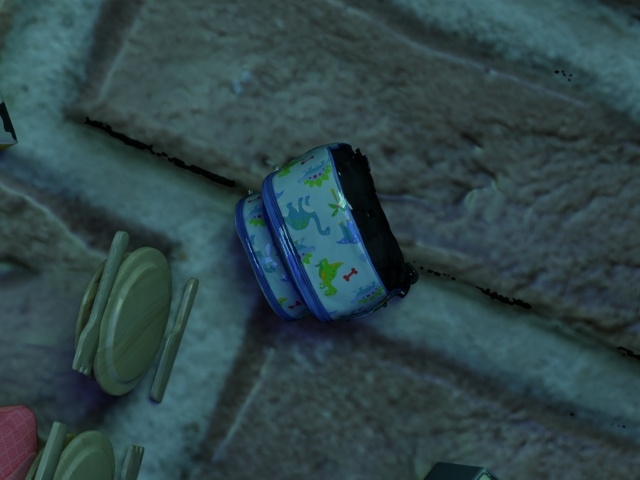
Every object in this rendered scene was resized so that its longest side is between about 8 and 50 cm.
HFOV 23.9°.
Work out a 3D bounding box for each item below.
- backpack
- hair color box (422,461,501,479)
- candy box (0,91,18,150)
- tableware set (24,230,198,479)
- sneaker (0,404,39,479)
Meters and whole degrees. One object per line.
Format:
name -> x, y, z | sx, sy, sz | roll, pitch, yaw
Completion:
backpack -> 0.000, 0.000, 0.886 | 0.084, 0.114, 0.105 | -23, 89, 7
hair color box -> 0.164, 0.320, 0.877 | 0.374, 0.113, 0.185 | 41, 79, -4
candy box -> -0.263, -0.106, 0.788 | 0.159, 0.233, 0.071 | -26, 63, -12
tableware set -> -0.134, 0.093, 0.855 | 0.039, 0.128, 0.194 | 14, 80, 18
sneaker -> -0.298, 0.076, 0.837 | 0.314, 0.116, 0.136 | 34, 68, -12
